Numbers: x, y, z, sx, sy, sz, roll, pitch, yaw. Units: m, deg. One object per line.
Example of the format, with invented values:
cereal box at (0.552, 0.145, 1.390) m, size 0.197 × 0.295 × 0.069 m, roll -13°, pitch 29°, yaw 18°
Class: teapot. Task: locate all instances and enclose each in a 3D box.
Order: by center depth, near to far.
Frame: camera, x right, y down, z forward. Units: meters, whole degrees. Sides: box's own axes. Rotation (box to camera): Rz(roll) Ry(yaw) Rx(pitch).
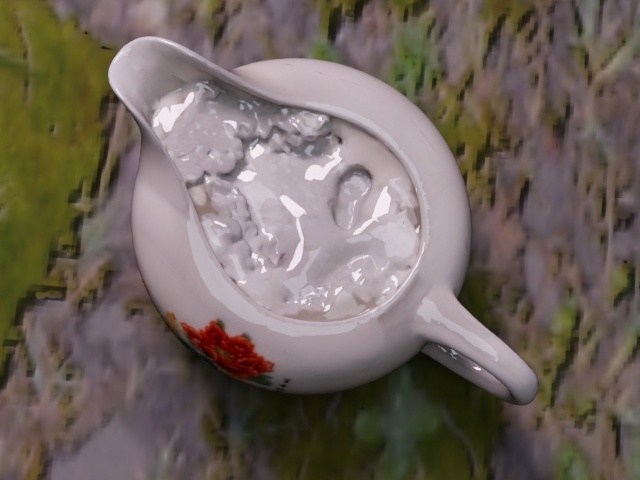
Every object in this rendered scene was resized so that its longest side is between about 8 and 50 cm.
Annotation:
teapot at (0.000, 0.000, 0.813) m, size 0.226 × 0.092 × 0.145 m, roll 35°, pitch 79°, yaw 0°
